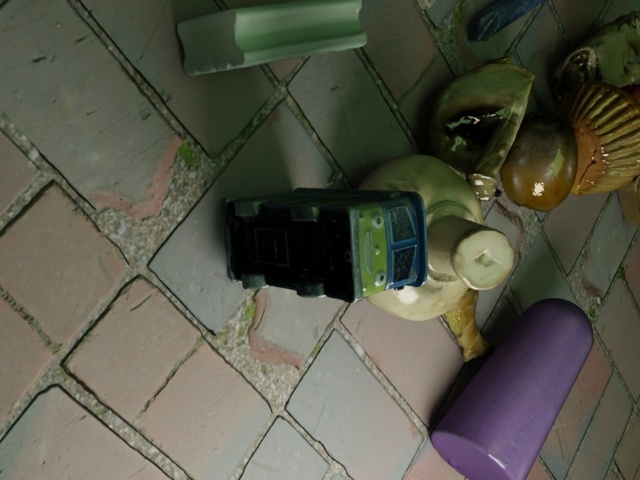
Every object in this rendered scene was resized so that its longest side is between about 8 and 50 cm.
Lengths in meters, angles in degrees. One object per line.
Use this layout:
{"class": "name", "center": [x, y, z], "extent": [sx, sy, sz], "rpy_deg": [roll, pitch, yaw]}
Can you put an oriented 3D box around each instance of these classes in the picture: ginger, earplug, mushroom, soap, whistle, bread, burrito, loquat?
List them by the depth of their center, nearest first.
{"class": "soap", "center": [-0.073, -0.327, 1.286], "extent": [0.265, 0.159, 0.088], "rpy_deg": [-20, 107, -40]}
{"class": "mushroom", "center": [0.173, 0.009, 1.499], "extent": [0.356, 0.315, 0.315], "rpy_deg": [-68, 143, -64]}
{"class": "mushroom", "center": [0.317, -0.206, 1.705], "extent": [0.217, 0.211, 0.292], "rpy_deg": [100, 3, -67]}
{"class": "ginger", "center": [0.320, 0.154, 1.768], "extent": [0.131, 0.086, 0.295], "rpy_deg": [-59, 138, -37]}
{"class": "earplug", "center": [0.448, 0.316, 1.784], "extent": [0.456, 0.215, 0.215], "rpy_deg": [-50, 125, -24]}
{"class": "whistle", "center": [0.432, -0.526, 1.817], "extent": [0.304, 0.062, 0.062], "rpy_deg": [-38, 118, -35]}
{"class": "loquat", "center": [0.493, -0.180, 1.833], "extent": [0.179, 0.179, 0.228], "rpy_deg": [9, 90, -44]}
{"class": "bread", "center": [0.633, -0.233, 1.896], "extent": [0.149, 0.274, 0.274], "rpy_deg": [-27, 112, -31]}
{"class": "burrito", "center": [0.709, -0.450, 2.035], "extent": [0.332, 0.135, 0.190], "rpy_deg": [-37, 121, -37]}

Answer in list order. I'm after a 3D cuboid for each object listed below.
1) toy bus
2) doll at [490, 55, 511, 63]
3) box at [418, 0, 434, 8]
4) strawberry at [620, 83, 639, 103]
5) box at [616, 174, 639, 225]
{"class": "toy bus", "center": [0.000, 0.000, 1.285], "extent": [0.190, 0.312, 0.152], "rpy_deg": [-10, 101, -40]}
{"class": "doll", "center": [0.412, -0.345, 1.813], "extent": [0.084, 0.073, 0.127], "rpy_deg": [-51, 130, -68]}
{"class": "box", "center": [0.206, -0.515, 1.628], "extent": [0.054, 0.024, 0.083], "rpy_deg": [-51, 126, -25]}
{"class": "strawberry", "center": [0.810, -0.352, 2.168], "extent": [0.174, 0.098, 0.228], "rpy_deg": [47, 60, -36]}
{"class": "box", "center": [0.901, -0.114, 2.271], "extent": [0.111, 0.111, 0.177], "rpy_deg": [-46, 123, -31]}
